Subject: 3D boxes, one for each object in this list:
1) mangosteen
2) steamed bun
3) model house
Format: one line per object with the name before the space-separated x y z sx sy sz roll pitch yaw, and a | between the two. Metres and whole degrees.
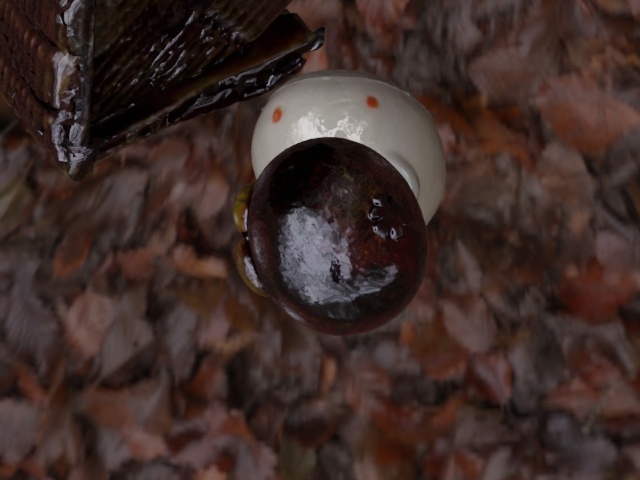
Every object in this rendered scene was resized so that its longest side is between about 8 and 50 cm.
mangosteen | 0.000 0.000 1.120 0.140 0.140 0.140 1 115 3
steamed bun | 0.026 -0.060 1.589 0.177 0.131 0.228 -3 155 10
model house | -0.139 -0.218 1.068 0.282 0.317 0.297 -49 139 13
